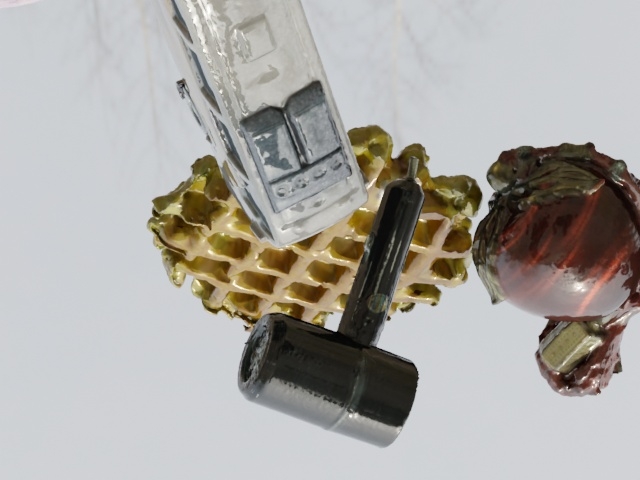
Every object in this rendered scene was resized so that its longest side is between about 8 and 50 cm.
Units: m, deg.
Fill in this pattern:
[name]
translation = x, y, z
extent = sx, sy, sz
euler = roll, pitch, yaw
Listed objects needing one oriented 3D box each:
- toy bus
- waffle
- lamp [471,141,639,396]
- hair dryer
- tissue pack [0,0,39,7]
[toy bus]
translation = -0.056, -0.146, 1.170
extent = 0.097, 0.342, 0.138
euler = -28, -137, -8
[waffle]
translation = 0.000, 0.000, 1.626
extent = 0.325, 0.302, 0.068
euler = -10, -125, 20
[lamp]
translation = 0.220, 0.022, 1.544
extent = 0.223, 0.215, 0.151
euler = 46, -146, 4
[hair dryer]
translation = 0.030, 0.036, 1.297
extent = 0.124, 0.219, 0.071
euler = 23, 172, -17
[tissue pack]
translation = -0.076, -0.209, 0.481
extent = 0.124, 0.185, 0.225
euler = -10, -133, 4
